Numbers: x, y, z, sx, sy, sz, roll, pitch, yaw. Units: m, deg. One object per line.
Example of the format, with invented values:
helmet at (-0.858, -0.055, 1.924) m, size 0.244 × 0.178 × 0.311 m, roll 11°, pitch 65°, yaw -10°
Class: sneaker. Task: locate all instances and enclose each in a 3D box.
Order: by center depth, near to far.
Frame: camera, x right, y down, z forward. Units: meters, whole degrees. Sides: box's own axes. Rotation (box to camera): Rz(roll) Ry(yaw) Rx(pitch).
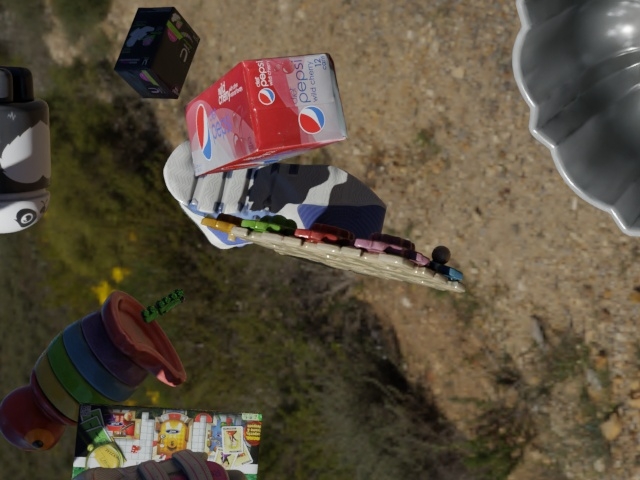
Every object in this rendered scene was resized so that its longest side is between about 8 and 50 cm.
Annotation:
sneaker at (-0.156, 0.262, 0.960) m, size 0.111 × 0.252 × 0.103 m, roll -39°, pitch 62°, yaw 13°
sneaker at (-0.070, -0.044, 1.336) m, size 0.182 × 0.315 × 0.128 m, roll 138°, pitch 150°, yaw -74°

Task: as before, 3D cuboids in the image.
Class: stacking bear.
stacking bear at (-0.389, 0.228, 1.495) m, size 0.289 × 0.175 × 0.164 m, roll -38°, pitch 44°, yaw 5°

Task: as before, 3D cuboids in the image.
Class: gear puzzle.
gear puzzle at (0.000, 0.000, 1.098) m, size 0.338 × 0.175 × 0.044 m, roll 10°, pitch 83°, yaw 37°

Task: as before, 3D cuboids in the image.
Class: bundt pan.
bundt pan at (0.327, -0.148, 0.754) m, size 0.330 × 0.124 × 0.331 m, roll 32°, pitch 143°, yaw 28°

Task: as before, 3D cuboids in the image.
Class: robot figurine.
robot figurine at (-0.537, -0.151, 1.567) m, size 0.173 × 0.209 × 0.278 m, roll 20°, pitch 112°, yaw 53°

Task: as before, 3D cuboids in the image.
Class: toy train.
toy train at (-0.249, 0.104, 1.484) m, size 0.017 × 0.083 × 0.024 m, roll 4°, pitch 120°, yaw 53°

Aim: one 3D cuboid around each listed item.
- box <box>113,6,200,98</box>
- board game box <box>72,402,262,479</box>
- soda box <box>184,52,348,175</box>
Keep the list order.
box at (-0.180, -0.207, 1.039) m, size 0.052 × 0.062 × 0.083 m, roll 6°, pitch 68°, yaw 28°
board game box at (-0.216, 0.305, 1.328) m, size 0.030 × 0.259 × 0.136 m, roll 171°, pitch 104°, yaw -77°
soda box at (-0.066, -0.121, 0.946) m, size 0.263 × 0.092 × 0.084 m, roll 175°, pitch 85°, yaw -70°
